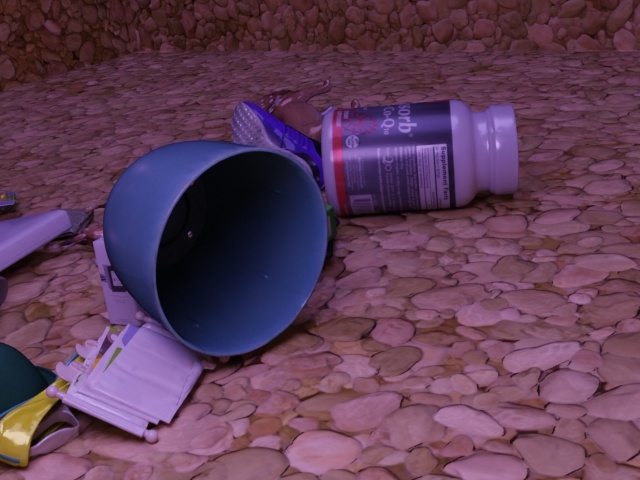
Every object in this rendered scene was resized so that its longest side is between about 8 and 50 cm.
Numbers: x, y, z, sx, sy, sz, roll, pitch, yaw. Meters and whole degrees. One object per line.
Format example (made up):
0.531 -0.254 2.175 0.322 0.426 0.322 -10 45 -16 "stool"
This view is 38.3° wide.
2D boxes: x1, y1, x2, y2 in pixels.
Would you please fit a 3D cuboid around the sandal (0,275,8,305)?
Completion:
-0.554 0.120 1.498 0.049 0.072 0.180 13 26 8 "sandal"

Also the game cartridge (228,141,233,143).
-0.252 -0.143 2.092 0.230 0.068 0.355 17 31 39 "game cartridge"

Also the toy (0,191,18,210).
-0.810 -0.072 2.088 0.237 0.056 0.137 -6 17 -12 "toy"

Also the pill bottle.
0.192 -0.163 1.788 0.362 0.210 0.210 -4 21 7 "pill bottle"

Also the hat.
-0.451 0.143 1.236 0.172 0.184 0.208 -16 23 -22 "hat"

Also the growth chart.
-0.239 0.171 1.221 0.171 0.021 0.237 28 30 6 "growth chart"

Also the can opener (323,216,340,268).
0.000 0.000 1.649 0.073 0.059 0.186 17 29 -11 "can opener"

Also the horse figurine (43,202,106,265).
-0.421 -0.025 1.827 0.174 0.066 0.263 -7 23 20 "horse figurine"

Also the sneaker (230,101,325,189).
-0.076 -0.205 2.050 0.146 0.102 0.293 -14 52 -44 "sneaker"

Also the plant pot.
-0.174 -0.013 1.321 0.293 0.293 0.235 -23 30 -35 "plant pot"

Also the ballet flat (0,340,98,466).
-0.329 0.214 1.191 0.077 0.077 0.231 25 34 18 "ballet flat"

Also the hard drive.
-0.657 0.043 1.695 0.232 0.047 0.353 -8 20 30 "hard drive"

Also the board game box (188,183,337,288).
-0.169 -0.019 1.588 0.316 0.064 0.242 21 46 33 "board game box"

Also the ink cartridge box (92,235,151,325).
-0.302 0.033 1.476 0.060 0.180 0.104 3 23 24 "ink cartridge box"

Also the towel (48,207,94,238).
-0.543 -0.037 1.949 0.110 0.027 0.148 -4 21 5 "towel"

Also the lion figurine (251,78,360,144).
-0.036 -0.284 2.279 0.240 0.142 0.392 -22 29 -16 "lion figurine"
